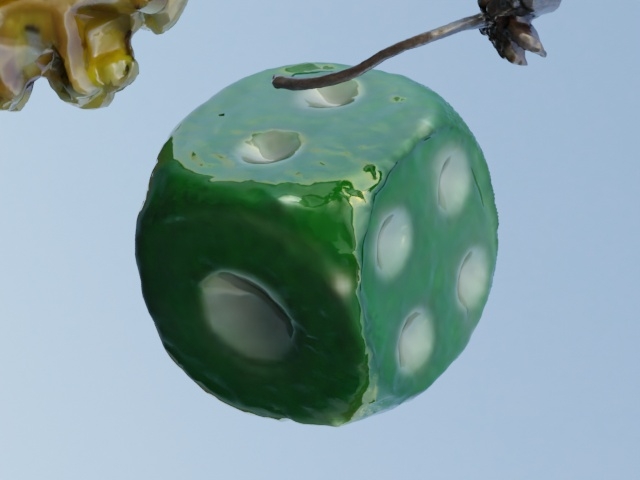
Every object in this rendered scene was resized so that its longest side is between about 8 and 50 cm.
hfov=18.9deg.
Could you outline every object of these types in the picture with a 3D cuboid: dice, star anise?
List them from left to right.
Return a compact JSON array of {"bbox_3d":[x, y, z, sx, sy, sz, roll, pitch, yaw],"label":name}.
[{"bbox_3d":[0.000,0.000,2.019,0.287,0.300,0.297,8,-55,34],"label":"dice"},{"bbox_3d":[0.087,-0.207,1.727,0.218,0.227,0.148,138,-61,-64],"label":"star anise"}]

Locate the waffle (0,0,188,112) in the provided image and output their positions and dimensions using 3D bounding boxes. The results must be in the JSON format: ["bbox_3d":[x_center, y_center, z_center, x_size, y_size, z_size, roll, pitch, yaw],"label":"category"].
[{"bbox_3d":[-0.194,-0.231,1.064,0.325,0.302,0.068,-64,-172,-6],"label":"waffle"}]
